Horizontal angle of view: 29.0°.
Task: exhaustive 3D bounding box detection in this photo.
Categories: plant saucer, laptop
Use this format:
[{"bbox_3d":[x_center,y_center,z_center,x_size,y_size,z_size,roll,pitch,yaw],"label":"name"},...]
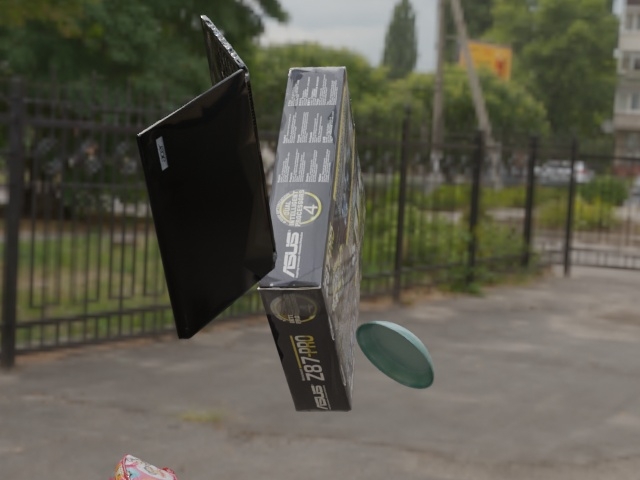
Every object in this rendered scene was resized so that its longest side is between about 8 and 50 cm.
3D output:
[{"bbox_3d":[0.100,0.141,1.581,0.119,0.119,0.021,8,47,46],"label":"plant saucer"},{"bbox_3d":[-0.129,-0.072,1.278,0.137,0.234,0.264,-15,32,-13],"label":"laptop"}]

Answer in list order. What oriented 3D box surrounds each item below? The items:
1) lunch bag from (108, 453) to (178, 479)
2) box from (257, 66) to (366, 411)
[{"bbox_3d":[-0.312,0.500,1.968,0.120,0.258,0.293,25,3,-17],"label":"lunch bag"},{"bbox_3d":[0.000,0.000,1.769,0.097,0.395,0.318,0,-36,8],"label":"box"}]
